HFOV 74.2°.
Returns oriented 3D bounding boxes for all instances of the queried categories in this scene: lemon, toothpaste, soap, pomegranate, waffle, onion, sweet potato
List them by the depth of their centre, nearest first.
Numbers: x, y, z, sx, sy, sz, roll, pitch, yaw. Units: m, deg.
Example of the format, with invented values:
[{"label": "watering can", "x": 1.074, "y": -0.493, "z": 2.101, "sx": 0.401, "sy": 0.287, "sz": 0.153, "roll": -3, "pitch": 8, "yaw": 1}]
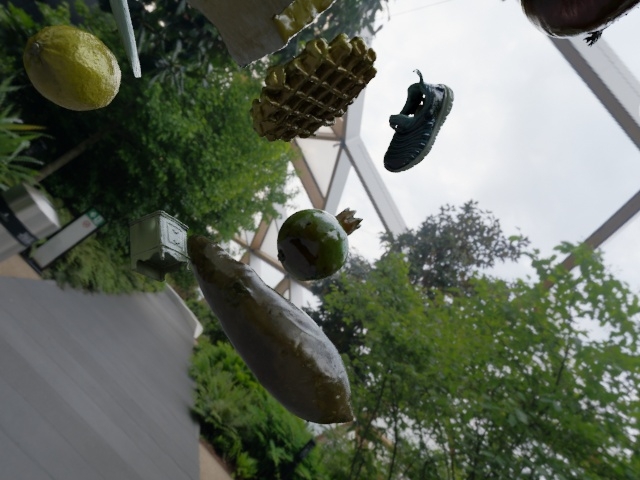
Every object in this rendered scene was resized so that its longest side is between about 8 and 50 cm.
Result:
[{"label": "soap", "x": 0.011, "y": -0.403, "z": 0.524, "sx": 0.169, "sy": 0.339, "sz": 0.304, "roll": 49, "pitch": -16, "yaw": -27}, {"label": "waffle", "x": -0.010, "y": -0.196, "z": 0.566, "sx": 0.038, "sy": 0.191, "sz": 0.191, "roll": 64, "pitch": -14, "yaw": 15}, {"label": "sweet potato", "x": -0.098, "y": 0.130, "z": 0.683, "sx": 0.422, "sy": 0.130, "sz": 0.130, "roll": 45, "pitch": -18, "yaw": 14}, {"label": "onion", "x": 0.458, "y": -0.494, "z": 0.702, "sx": 0.285, "sy": 0.273, "sz": 0.273, "roll": 44, "pitch": -15, "yaw": -22}, {"label": "pomegranate", "x": 0.000, "y": 0.000, "z": 0.886, "sx": 0.159, "sy": 0.205, "sz": 0.159, "roll": 44, "pitch": -26, "yaw": 29}, {"label": "lemon", "x": -0.603, "y": -0.419, "z": 1.039, "sx": 0.192, "sy": 0.192, "sz": 0.231, "roll": 45, "pitch": 8, "yaw": 8}, {"label": "toothpaste", "x": -0.482, "y": -0.519, "z": 1.046, "sx": 0.064, "sy": 0.041, "sz": 0.218, "roll": -115, "pitch": -163, "yaw": -66}]

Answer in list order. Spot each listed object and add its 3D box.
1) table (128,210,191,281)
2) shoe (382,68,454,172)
[{"label": "table", "x": -0.253, "y": 0.011, "z": 0.674, "sx": 0.079, "sy": 0.062, "sz": 0.083, "roll": 48, "pitch": 26, "yaw": -62}, {"label": "shoe", "x": 0.129, "y": -0.164, "z": 0.603, "sx": 0.071, "sy": 0.143, "sz": 0.064, "roll": 21, "pitch": 15, "yaw": -29}]
